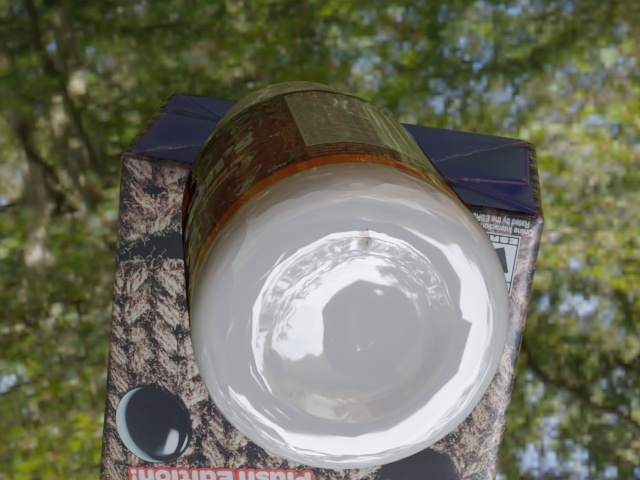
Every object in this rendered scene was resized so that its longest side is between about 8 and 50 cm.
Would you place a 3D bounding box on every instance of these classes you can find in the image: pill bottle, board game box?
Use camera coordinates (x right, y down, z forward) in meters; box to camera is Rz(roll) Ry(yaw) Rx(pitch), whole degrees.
[{"bbox_3d":[0.000,0.000,0.605,0.121,0.121,0.221,-8,-162,-5],"label":"pill bottle"},{"bbox_3d":[-0.005,0.079,0.840,0.232,0.291,0.141,8,-158,4],"label":"board game box"}]
